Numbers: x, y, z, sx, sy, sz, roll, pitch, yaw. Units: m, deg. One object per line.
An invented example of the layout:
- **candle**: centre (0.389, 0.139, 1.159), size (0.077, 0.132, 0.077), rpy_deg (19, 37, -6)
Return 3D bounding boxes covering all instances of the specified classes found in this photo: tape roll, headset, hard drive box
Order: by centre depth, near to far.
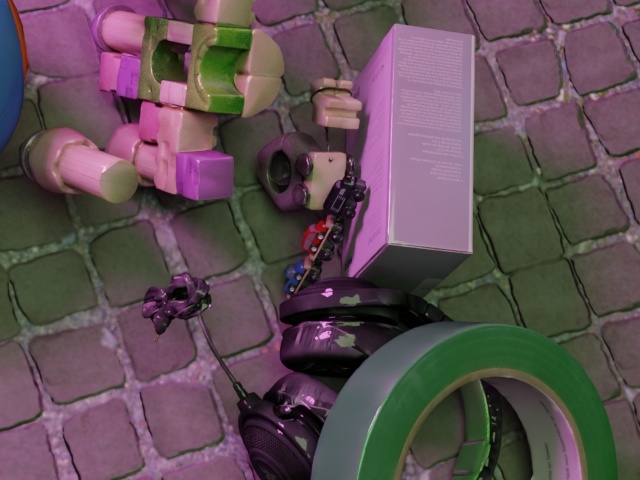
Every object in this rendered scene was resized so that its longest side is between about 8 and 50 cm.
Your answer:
- **tape roll**: centre (0.142, 0.238, 1.456), size (0.321, 0.077, 0.321), rpy_deg (1, 89, -35)
- **headset**: centre (0.011, 0.136, 1.471), size (0.394, 0.185, 0.243), rpy_deg (27, 68, -16)
- **hard drive box**: centre (0.087, -0.074, 1.558), size (0.089, 0.181, 0.232), rpy_deg (7, 72, -12)

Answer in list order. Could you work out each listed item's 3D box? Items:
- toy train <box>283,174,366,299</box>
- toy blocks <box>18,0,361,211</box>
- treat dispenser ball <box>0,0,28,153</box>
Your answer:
- **toy train**: centre (0.000, 0.000, 1.542), size (0.036, 0.158, 0.027), rpy_deg (24, 28, -8)
- **toy blocks**: centre (-0.152, -0.184, 1.541), size (0.309, 0.260, 0.288), rpy_deg (-1, 102, -38)
- **treat dispenser ball**: centre (-0.415, -0.163, 1.411), size (0.288, 0.288, 0.288), rpy_deg (4, 72, -12)
